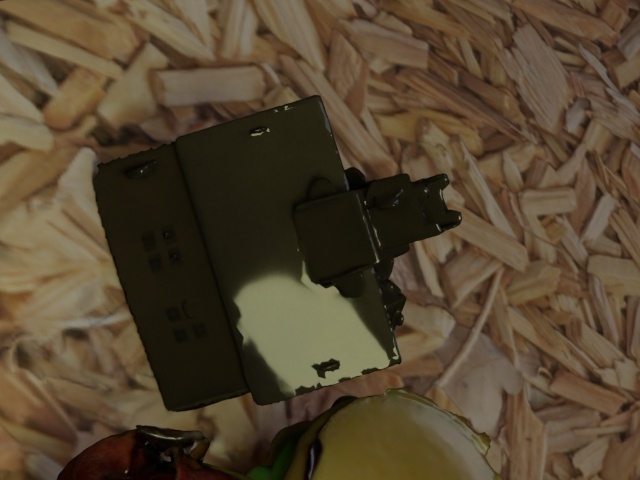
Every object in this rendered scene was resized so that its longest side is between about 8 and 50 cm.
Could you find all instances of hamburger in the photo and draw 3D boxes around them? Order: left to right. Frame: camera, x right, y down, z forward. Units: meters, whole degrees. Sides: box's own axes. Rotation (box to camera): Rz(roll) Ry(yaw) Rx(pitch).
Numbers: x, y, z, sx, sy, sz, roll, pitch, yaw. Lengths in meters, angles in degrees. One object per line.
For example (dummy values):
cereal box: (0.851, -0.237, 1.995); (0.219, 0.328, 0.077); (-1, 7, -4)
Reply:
hamburger: (0.032, 0.231, 1.498); (0.237, 0.149, 0.237); (18, 58, -32)

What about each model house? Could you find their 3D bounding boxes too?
model house: (0.000, 0.000, 1.475); (0.204, 0.243, 0.211); (-19, 92, -60)

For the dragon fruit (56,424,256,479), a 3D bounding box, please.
dragon fruit: (-0.073, 0.268, 1.211); (0.250, 0.250, 0.315); (-5, 82, -60)
